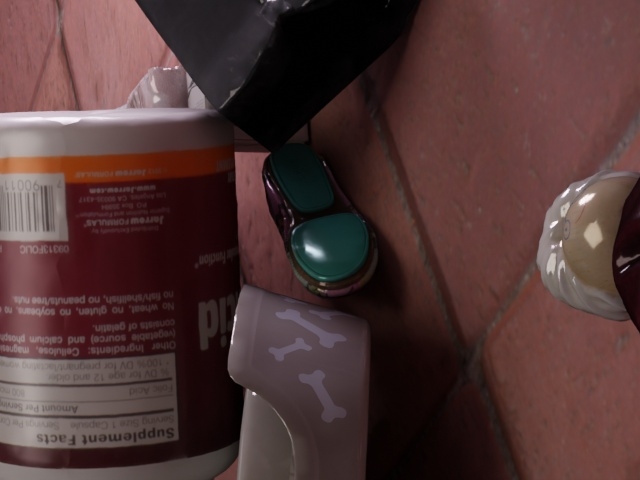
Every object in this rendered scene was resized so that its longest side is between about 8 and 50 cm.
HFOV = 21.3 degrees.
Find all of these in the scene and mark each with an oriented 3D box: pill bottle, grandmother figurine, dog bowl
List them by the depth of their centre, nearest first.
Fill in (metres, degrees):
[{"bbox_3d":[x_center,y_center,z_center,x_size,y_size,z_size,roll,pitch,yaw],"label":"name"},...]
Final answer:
[{"bbox_3d":[0.210,-0.029,0.885,0.208,0.104,0.342,-53,6,-22],"label":"grandmother figurine"},{"bbox_3d":[-0.018,0.209,1.287,0.349,0.102,0.349,3,-90,-90],"label":"dog bowl"},{"bbox_3d":[-0.177,0.088,1.431,0.224,0.224,0.392,-167,74,-65],"label":"pill bottle"}]

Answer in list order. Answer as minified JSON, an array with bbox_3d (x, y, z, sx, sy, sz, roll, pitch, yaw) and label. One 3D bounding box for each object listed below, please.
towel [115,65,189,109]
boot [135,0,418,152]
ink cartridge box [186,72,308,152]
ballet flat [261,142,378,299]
[{"bbox_3d":[-0.157,0.008,1.689,0.317,0.053,0.332,177,87,-78],"label":"towel"},{"bbox_3d":[-0.051,-0.340,1.426,0.367,0.146,0.445,-55,43,19],"label":"boot"},{"bbox_3d":[-0.069,-0.149,1.541,0.056,0.099,0.135,157,111,-66],"label":"ink cartridge box"},{"bbox_3d":[0.000,0.000,1.437,0.221,0.076,0.079,-117,17,-53],"label":"ballet flat"}]
